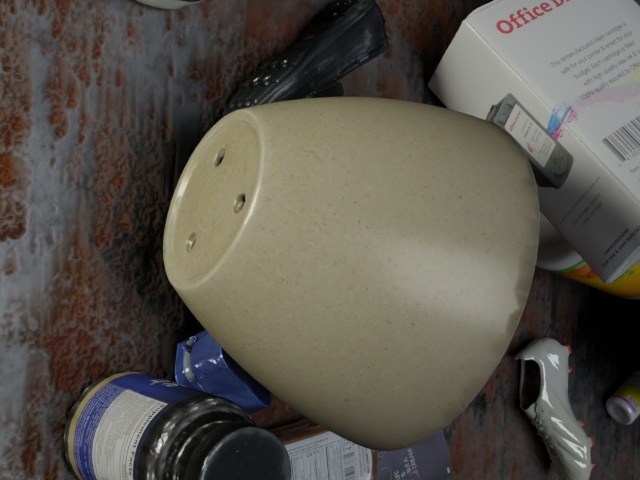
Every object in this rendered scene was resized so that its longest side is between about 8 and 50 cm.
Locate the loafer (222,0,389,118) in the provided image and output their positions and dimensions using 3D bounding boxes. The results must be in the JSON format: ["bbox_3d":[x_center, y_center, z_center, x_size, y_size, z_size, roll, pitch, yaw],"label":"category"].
[{"bbox_3d":[-0.008,-0.162,1.260,0.223,0.076,0.078,-45,117,-28],"label":"loafer"}]

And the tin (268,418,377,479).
[{"bbox_3d":[-0.022,0.243,1.298,0.189,0.040,0.106,-12,98,-33],"label":"tin"}]

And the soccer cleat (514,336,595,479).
[{"bbox_3d":[0.281,0.216,1.541,0.076,0.068,0.196,-18,98,-31],"label":"soccer cleat"}]

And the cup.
[{"bbox_3d":[0.000,0.000,1.142,0.237,0.331,0.331,22,81,-29],"label":"cup"}]

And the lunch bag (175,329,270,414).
[{"bbox_3d":[-0.100,0.131,1.217,0.098,0.065,0.067,51,20,-28],"label":"lunch bag"}]

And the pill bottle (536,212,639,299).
[{"bbox_3d":[0.359,-0.005,1.529,0.245,0.136,0.136,18,83,-38],"label":"pill bottle"}]

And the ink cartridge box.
[{"bbox_3d":[0.306,-0.138,1.379,0.226,0.131,0.306,-30,71,-33],"label":"ink cartridge box"}]

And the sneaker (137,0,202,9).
[{"bbox_3d":[-0.183,-0.273,1.089,0.275,0.110,0.107,6,91,-38],"label":"sneaker"}]

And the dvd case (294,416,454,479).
[{"bbox_3d":[0.050,0.240,1.385,0.221,0.018,0.165,-28,111,-32],"label":"dvd case"}]

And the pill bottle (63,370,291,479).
[{"bbox_3d":[-0.127,0.190,1.110,0.122,0.219,0.123,-4,97,-38],"label":"pill bottle"}]

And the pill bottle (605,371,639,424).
[{"bbox_3d":[0.416,0.202,1.655,0.083,0.043,0.043,-39,117,-29],"label":"pill bottle"}]
